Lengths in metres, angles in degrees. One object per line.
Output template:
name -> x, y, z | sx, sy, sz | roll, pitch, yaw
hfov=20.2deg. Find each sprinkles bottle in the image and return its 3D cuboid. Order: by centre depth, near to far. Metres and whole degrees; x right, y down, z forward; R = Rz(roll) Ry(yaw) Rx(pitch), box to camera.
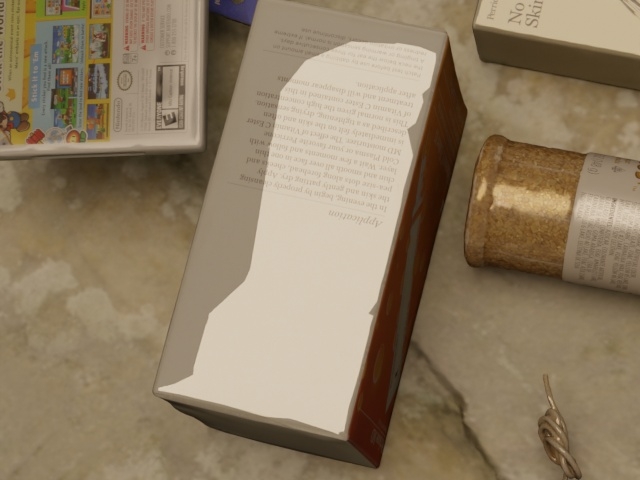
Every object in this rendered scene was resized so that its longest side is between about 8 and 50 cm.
sprinkles bottle -> 0.306, -0.005, 1.537 | 0.355, 0.121, 0.121 | 10, 78, 11

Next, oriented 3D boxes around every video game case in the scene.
video game case -> -0.199, -0.183, 1.562 | 0.206, 0.026, 0.227 | -2, 79, 8

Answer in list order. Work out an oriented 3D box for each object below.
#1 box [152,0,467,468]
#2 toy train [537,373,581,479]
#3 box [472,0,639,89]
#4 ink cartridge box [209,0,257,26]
box -> 0.000, 0.000, 1.536 | 0.168, 0.215, 0.345 | 13, 79, 11
toy train -> 0.170, 0.253, 1.515 | 0.143, 0.105, 0.248 | -24, 74, 17
box -> 0.281, -0.199, 1.602 | 0.275, 0.094, 0.113 | 11, 79, 11
ink cartridge box -> -0.230, -0.303, 1.680 | 0.396, 0.151, 0.270 | 17, 81, 14
